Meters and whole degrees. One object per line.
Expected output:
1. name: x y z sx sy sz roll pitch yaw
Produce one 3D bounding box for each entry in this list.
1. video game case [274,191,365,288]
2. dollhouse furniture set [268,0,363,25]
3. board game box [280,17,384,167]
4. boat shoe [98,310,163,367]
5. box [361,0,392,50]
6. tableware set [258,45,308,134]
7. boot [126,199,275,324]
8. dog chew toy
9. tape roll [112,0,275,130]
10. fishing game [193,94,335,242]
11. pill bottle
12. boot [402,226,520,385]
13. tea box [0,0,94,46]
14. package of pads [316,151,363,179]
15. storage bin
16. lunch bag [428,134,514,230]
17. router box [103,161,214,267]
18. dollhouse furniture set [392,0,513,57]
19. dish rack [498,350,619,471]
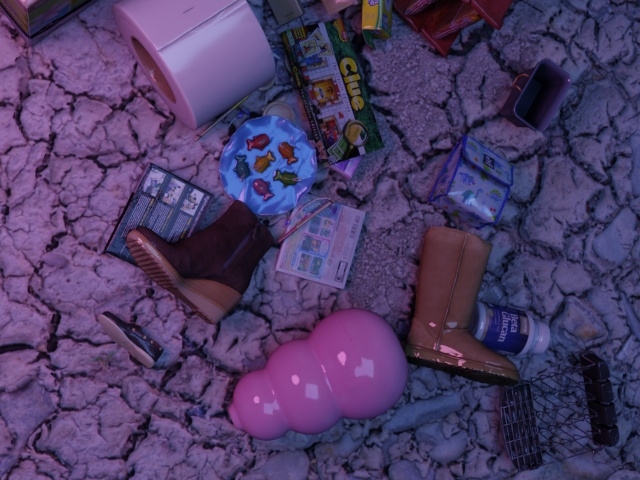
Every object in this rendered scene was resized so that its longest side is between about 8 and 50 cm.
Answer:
1. video game case: 0.000 0.000 1.656 0.143 0.019 0.157 16 89 -17
2. dollhouse furniture set: -0.014 -0.481 1.618 0.151 0.123 0.144 -22 101 21
3. board game box: 0.024 -0.279 1.615 0.136 0.030 0.260 -22 96 -33
4. boat shoe: -0.342 0.171 1.551 0.133 0.049 0.042 42 53 -8
5. box: 0.107 -0.452 1.615 0.043 0.105 0.179 4 94 15
6. tableware set: -0.060 -0.285 1.620 0.141 0.020 0.169 -19 100 -14
7. boot: -0.208 0.004 1.532 0.248 0.090 0.207 48 62 -32
8. dog chew toy: -0.009 0.259 1.582 0.331 0.206 0.207 -23 100 -7
9. tape roll: -0.213 -0.331 1.454 0.169 0.246 0.246 -35 103 -11
10. fishing game: -0.092 -0.137 1.592 0.189 0.041 0.264 -36 101 -5
11. pill bottle: 0.373 0.181 1.742 0.169 0.094 0.094 13 89 -18
12. boot: 0.287 0.122 1.646 0.236 0.089 0.270 15 71 8
13. tea box: -0.464 -0.516 1.324 0.220 0.323 0.329 -38 104 -12
14. package of pads: 0.035 -0.158 1.650 0.083 0.032 0.050 31 80 -17
15. storage bin: 0.418 -0.290 1.728 0.098 0.091 0.135 32 83 -16
16. lunch bag: 0.307 -0.117 1.709 0.128 0.096 0.151 31 70 -14
17. router box: -0.289 -0.032 1.551 0.133 0.046 0.179 27 86 -18
18. dollhouse furniture set: 0.320 -0.558 1.634 0.152 0.201 0.374 37 76 -15
19. dish rack: 0.494 0.363 1.805 0.271 0.074 0.208 -13 96 -14
